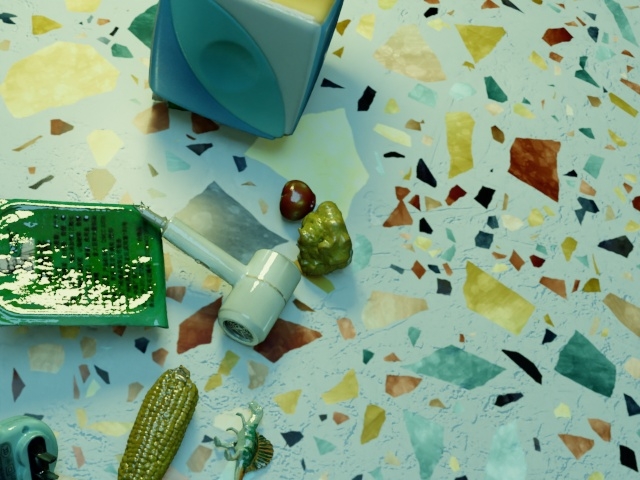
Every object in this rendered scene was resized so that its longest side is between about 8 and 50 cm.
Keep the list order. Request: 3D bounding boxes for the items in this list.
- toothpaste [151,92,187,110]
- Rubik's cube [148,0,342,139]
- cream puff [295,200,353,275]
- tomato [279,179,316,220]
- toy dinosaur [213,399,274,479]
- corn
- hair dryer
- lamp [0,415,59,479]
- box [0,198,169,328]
[{"bbox_3d":[-0.248,-0.310,2.121,0.247,0.047,0.078,5,60,-11],"label":"toothpaste"},{"bbox_3d":[-0.146,-0.469,2.029,0.347,0.352,0.352,20,49,-2],"label":"Rubik's cube"},{"bbox_3d":[0.000,0.000,1.957,0.116,0.146,0.146,-21,67,-3],"label":"cream puff"},{"bbox_3d":[-0.049,-0.082,2.014,0.075,0.087,0.087,10,60,-11],"label":"tomato"},{"bbox_3d":[-0.132,0.391,1.760,0.106,0.044,0.187,-5,60,-32],"label":"toy dinosaur"},{"bbox_3d":[-0.290,0.344,1.719,0.097,0.097,0.262,20,62,-1],"label":"corn"},{"bbox_3d":[-0.223,0.040,1.863,0.357,0.107,0.173,35,59,-6],"label":"hair dryer"},{"bbox_3d":[-0.571,0.385,1.586,0.284,0.210,0.147,-12,21,-28],"label":"lamp"},{"bbox_3d":[-0.468,0.062,1.813,0.336,0.106,0.264,2,60,-21],"label":"box"}]
